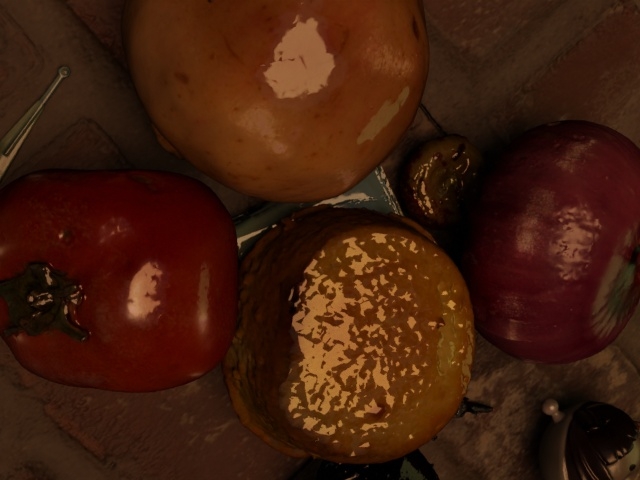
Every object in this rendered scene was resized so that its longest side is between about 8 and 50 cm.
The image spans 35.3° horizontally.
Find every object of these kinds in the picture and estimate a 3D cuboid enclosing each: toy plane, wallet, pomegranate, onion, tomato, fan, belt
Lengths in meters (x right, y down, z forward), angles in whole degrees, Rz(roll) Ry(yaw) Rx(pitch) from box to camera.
[{"bbox_3d":[0.201,0.261,1.580,0.189,0.061,0.130,10,95,-19],"label":"toy plane"},{"bbox_3d":[0.000,0.000,1.463,0.250,0.075,0.176,-27,103,-11],"label":"wallet"},{"bbox_3d":[-0.060,-0.228,1.248,0.411,0.411,0.412,-3,100,-18],"label":"pomegranate"},{"bbox_3d":[0.361,0.020,1.440,0.358,0.345,0.358,-18,134,-20],"label":"onion"},{"bbox_3d":[-0.255,0.046,1.256,0.325,0.289,0.293,-4,100,28],"label":"tomato"},{"bbox_3d":[-0.394,-0.153,1.337,0.038,0.016,0.193,36,88,-18],"label":"fan"},{"bbox_3d":[0.032,0.398,1.481,0.289,0.184,0.164,-46,122,-6],"label":"belt"}]

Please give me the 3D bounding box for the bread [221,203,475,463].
[{"bbox_3d":[0.043,0.136,1.347,0.336,0.204,0.359,6,94,-14],"label":"bread"}]

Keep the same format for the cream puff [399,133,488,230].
[{"bbox_3d":[0.182,-0.087,1.503,0.149,0.084,0.149,-3,98,-22],"label":"cream puff"}]

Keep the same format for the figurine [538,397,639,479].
[{"bbox_3d":[0.460,0.411,1.645,0.281,0.167,0.370,-46,125,-42],"label":"figurine"}]
